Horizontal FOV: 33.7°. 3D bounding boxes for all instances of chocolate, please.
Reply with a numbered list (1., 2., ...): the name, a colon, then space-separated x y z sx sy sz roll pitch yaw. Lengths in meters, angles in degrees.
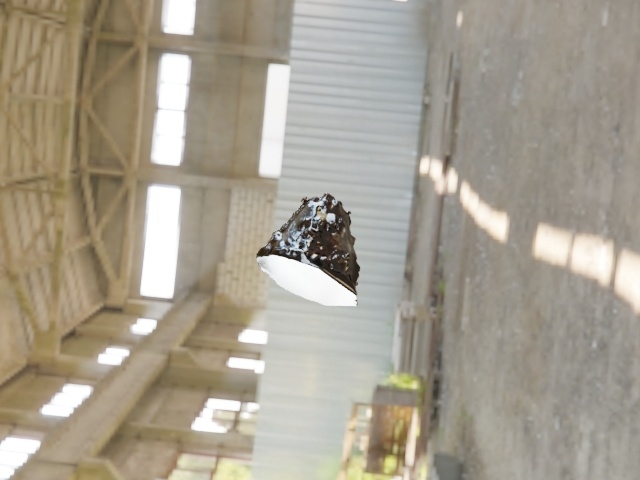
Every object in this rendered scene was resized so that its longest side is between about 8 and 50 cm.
1. chocolate: 0.000 0.000 1.455 0.156 0.156 0.133 92 -160 -70
